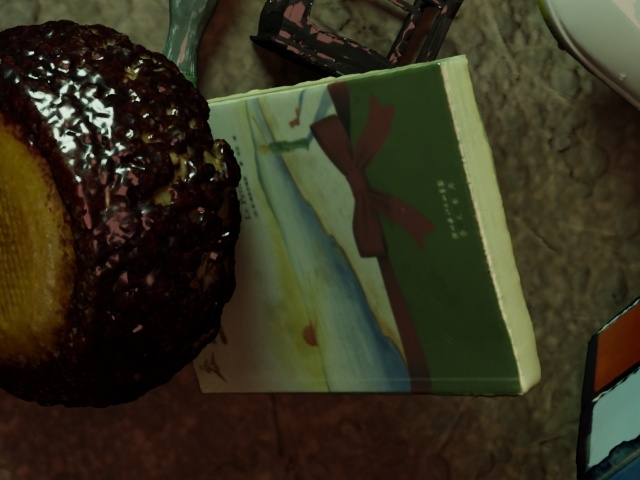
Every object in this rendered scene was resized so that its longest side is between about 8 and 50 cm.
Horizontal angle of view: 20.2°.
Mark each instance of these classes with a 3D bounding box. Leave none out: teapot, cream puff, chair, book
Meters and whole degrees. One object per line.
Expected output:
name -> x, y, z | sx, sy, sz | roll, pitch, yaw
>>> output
teapot -> -0.083, -0.151, 1.168 | 0.043, 0.043, 0.110 | 12, 97, -10
cream puff -> -0.144, -0.017, 1.091 | 0.165, 0.239, 0.239 | -19, 101, -40
chair -> 0.003, -0.089, 1.155 | 0.113, 0.106, 0.229 | 24, 92, -11
book -> 0.000, 0.000, 1.099 | 0.026, 0.289, 0.201 | -24, 102, -43

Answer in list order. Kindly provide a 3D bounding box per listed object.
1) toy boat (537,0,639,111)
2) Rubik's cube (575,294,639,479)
toy boat -> 0.245, -0.136, 1.172 | 0.269, 0.141, 0.140 | 34, 91, -12
Rubik's cube -> 0.285, 0.110, 1.156 | 0.167, 0.180, 0.183 | 40, 123, -13
